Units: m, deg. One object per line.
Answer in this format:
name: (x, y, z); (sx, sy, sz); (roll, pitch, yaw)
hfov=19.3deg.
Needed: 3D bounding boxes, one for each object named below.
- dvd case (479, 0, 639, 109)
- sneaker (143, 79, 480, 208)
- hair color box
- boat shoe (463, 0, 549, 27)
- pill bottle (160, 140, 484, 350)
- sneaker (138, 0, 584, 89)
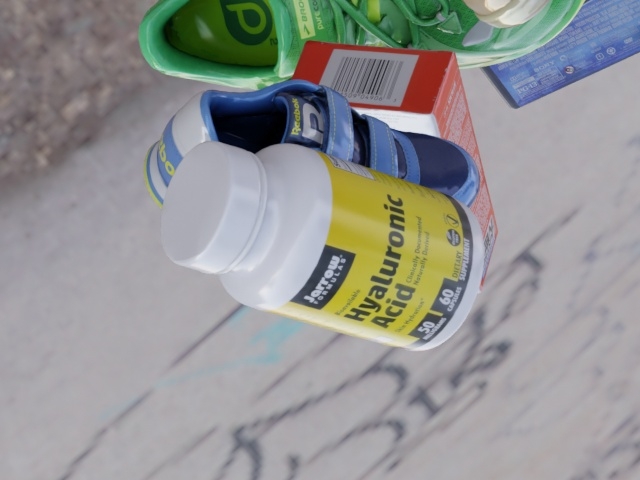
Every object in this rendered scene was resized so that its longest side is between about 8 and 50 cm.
dvd case: (0.150, -0.216, 1.337); (0.180, 0.253, 0.022); (-24, -143, 25)
sneaker: (0.002, -0.033, 0.781); (0.144, 0.053, 0.059); (2, 146, -17)
hair color box: (0.045, -0.042, 1.115); (0.167, 0.093, 0.053); (72, 32, -49)
boat shoe: (0.095, -0.262, 0.980); (0.098, 0.302, 0.109); (13, 172, -26)
pill bottle: (0.000, 0.000, 0.717); (0.116, 0.065, 0.065); (16, 127, -33)
sneaker: (0.024, -0.136, 1.138); (0.295, 0.109, 0.123); (-9, -164, 25)
